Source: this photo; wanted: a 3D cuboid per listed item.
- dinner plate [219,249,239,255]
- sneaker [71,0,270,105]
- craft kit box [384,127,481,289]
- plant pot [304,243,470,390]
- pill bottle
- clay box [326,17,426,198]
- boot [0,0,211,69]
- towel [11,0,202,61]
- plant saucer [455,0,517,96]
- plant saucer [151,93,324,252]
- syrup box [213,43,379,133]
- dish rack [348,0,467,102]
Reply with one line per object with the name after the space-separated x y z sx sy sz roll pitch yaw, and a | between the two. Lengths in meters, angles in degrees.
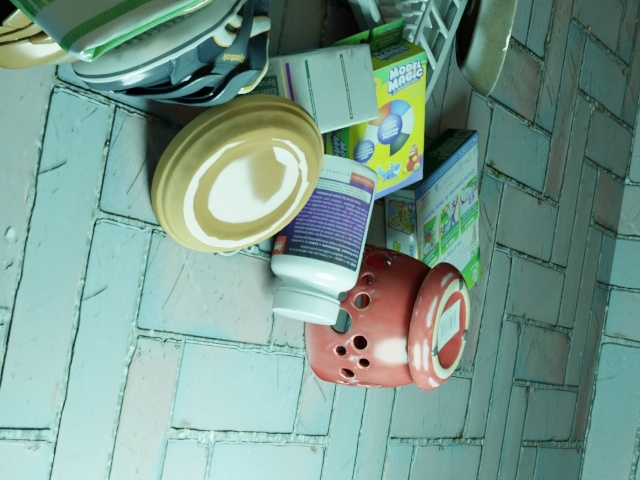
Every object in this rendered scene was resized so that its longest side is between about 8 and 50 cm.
-0.103 -0.053 1.857 0.141 0.017 0.141 -31 125 -58 | dinner plate
-0.131 -0.186 1.628 0.321 0.126 0.127 -45 131 -55 | sneaker
0.170 -0.009 2.412 0.250 0.061 0.246 -41 131 -55 | craft kit box
0.094 0.107 2.146 0.191 0.174 0.191 -37 132 -56 | plant pot
0.000 0.000 1.985 0.108 0.108 0.193 33 67 -63 | pill bottle
0.070 -0.160 2.066 0.127 0.053 0.222 -24 132 -30 | clay box
-0.187 -0.237 1.355 0.109 0.283 0.220 66 17 5 | boot
-0.206 -0.302 1.252 0.325 0.038 0.248 52 48 1 | towel
0.238 -0.362 2.330 0.310 0.050 0.310 -173 -90 -86 | plant saucer
-0.082 -0.063 1.736 0.200 0.037 0.200 -18 135 -20 | plant saucer
-0.026 -0.168 1.876 0.237 0.093 0.096 -20 103 -62 | syrup box
0.102 -0.368 2.137 0.285 0.072 0.333 -67 151 -27 | dish rack
